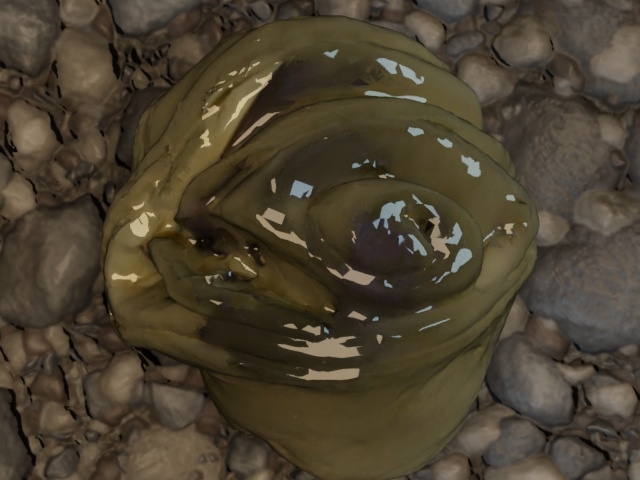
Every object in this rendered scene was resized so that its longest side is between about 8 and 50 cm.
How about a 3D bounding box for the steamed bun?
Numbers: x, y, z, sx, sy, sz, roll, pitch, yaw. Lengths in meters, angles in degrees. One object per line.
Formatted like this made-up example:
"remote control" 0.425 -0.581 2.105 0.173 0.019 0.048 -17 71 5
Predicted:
"steamed bun" 0.000 0.000 1.176 0.339 0.247 0.352 19 88 -3
